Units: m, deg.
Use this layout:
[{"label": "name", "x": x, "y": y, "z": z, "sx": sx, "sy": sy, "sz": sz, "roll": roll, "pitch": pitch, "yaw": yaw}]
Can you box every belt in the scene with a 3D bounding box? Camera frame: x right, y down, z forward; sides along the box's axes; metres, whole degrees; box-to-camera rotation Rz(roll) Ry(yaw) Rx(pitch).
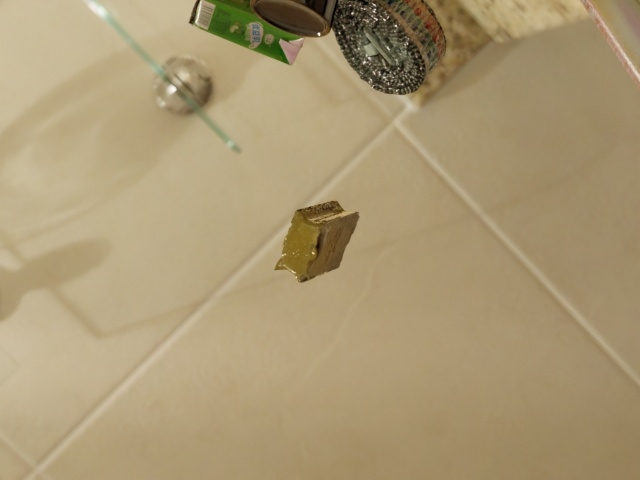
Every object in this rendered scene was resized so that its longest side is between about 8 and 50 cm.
[{"label": "belt", "x": 0.157, "y": -0.493, "z": 2.114, "sx": 0.295, "sy": 0.160, "sz": 0.207, "roll": 46, "pitch": 144, "yaw": -7}]

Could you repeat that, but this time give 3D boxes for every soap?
[{"label": "soap", "x": -0.001, "y": -0.001, "z": 1.810, "sx": 0.076, "sy": 0.135, "sz": 0.233, "roll": 25, "pitch": -165, "yaw": 14}]

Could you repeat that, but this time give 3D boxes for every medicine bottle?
[{"label": "medicine bottle", "x": 0.615, "y": -0.397, "z": 1.771, "sx": 0.426, "sy": 0.108, "sz": 0.108, "roll": 63, "pitch": -172, "yaw": 17}]

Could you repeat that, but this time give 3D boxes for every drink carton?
[{"label": "drink carton", "x": -0.159, "y": -0.542, "z": 2.134, "sx": 0.271, "sy": 0.161, "sz": 0.108, "roll": 21, "pitch": 143, "yaw": -9}]

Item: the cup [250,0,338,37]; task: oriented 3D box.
[{"label": "cup", "x": -0.053, "y": -0.528, "z": 1.748, "sx": 0.166, "sy": 0.177, "sz": 0.239, "roll": 12, "pitch": 169, "yaw": 38}]
